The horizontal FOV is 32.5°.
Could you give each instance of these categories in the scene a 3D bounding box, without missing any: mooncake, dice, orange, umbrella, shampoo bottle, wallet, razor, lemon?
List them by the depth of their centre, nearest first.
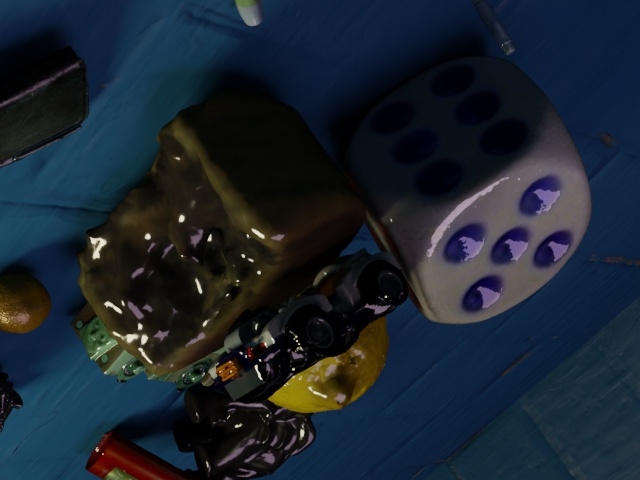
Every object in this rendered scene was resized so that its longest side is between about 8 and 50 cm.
[{"bbox_3d":[-0.403,-0.103,1.217,0.318,0.045,0.172,-31,170,-17],"label":"wallet"},{"bbox_3d":[-0.150,-0.006,1.477,0.394,0.246,0.393,-34,163,1],"label":"mooncake"},{"bbox_3d":[0.226,-0.313,1.502,0.068,0.135,0.040,-31,170,-4],"label":"razor"},{"bbox_3d":[-0.420,0.087,1.527,0.085,0.085,0.095,-45,155,23],"label":"orange"},{"bbox_3d":[-0.516,0.222,1.674,0.080,0.071,0.224,-57,157,-24],"label":"umbrella"},{"bbox_3d":[0.225,-0.075,1.691,0.304,0.277,0.304,-30,140,-2],"label":"dice"},{"bbox_3d":[-0.018,0.143,1.738,0.245,0.320,0.245,-12,129,-16],"label":"lemon"},{"bbox_3d":[-0.299,0.479,2.128,0.314,0.076,0.118,33,132,-15],"label":"shampoo bottle"}]

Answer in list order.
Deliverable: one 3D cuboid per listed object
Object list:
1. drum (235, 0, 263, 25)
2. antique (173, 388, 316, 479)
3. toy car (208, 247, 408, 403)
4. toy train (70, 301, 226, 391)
[{"bbox_3d":[-0.083,-0.336,1.211,0.130,0.049,0.253,-37,154,8],"label":"drum"},{"bbox_3d":[-0.151,0.381,2.235,0.255,0.185,0.322,-12,148,-23],"label":"antique"},{"bbox_3d":[-0.017,0.112,1.456,0.301,0.118,0.193,-27,173,-43],"label":"toy car"},{"bbox_3d":[-0.249,0.149,1.778,0.159,0.129,0.326,-47,151,13],"label":"toy train"}]
